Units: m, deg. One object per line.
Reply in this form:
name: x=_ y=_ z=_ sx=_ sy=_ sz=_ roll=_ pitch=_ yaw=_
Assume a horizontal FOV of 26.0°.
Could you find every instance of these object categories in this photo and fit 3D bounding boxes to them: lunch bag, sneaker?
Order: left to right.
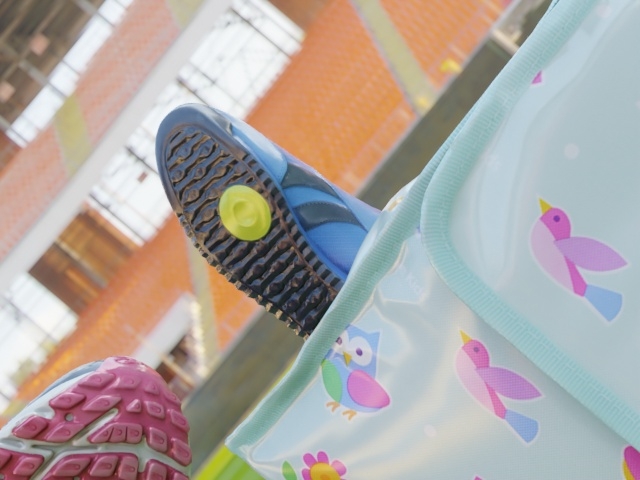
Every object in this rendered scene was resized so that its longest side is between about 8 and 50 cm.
sneaker: x=-0.172 y=0.179 z=0.755 sx=0.299 sy=0.121 sz=0.112 roll=-57 pitch=23 yaw=21
sneaker: x=0.000 y=0.000 z=0.751 sx=0.069 sy=0.209 sz=0.082 roll=-47 pitch=0 yaw=37
lunch bag: x=0.124 y=0.041 z=0.516 sx=0.262 sy=0.223 sz=0.160 roll=-54 pitch=-6 yaw=38
